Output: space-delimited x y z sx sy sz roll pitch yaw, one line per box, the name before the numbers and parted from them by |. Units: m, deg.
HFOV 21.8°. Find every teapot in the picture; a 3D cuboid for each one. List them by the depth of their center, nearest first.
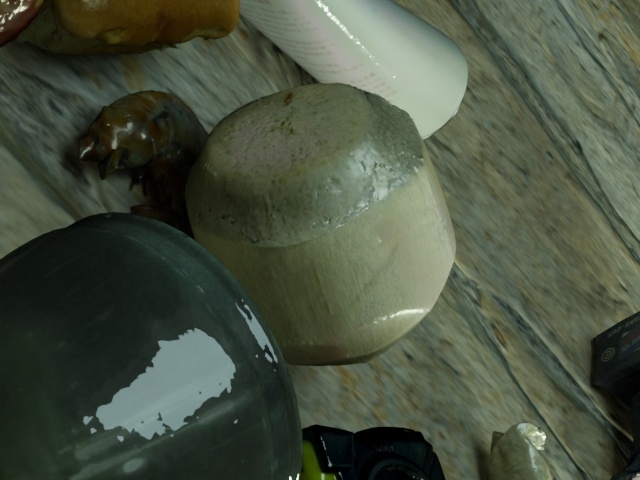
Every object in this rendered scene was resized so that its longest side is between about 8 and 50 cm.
teapot | -0.175 0.161 1.018 0.239 0.321 0.239 33 39 27

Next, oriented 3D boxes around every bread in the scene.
bread | -0.170 -0.231 1.348 0.245 0.121 0.174 -8 73 -61

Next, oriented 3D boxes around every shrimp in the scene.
shrimp | -0.130 -0.059 1.344 0.187 0.052 0.132 -15 80 -62

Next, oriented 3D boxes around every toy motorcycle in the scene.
toy motorcycle | 0.377 0.259 1.815 0.213 0.125 0.358 39 36 -22

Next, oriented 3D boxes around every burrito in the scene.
burrito | 0.202 0.280 1.583 0.087 0.060 0.226 26 48 -47

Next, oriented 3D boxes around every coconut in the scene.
coconut | 0.000 0.000 1.353 0.224 0.224 0.234 -79 161 -46

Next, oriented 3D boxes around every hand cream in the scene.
hand cream | 0.005 -0.212 1.584 0.359 0.185 0.118 31 86 -47

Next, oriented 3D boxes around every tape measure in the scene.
tape measure | 0.030 0.240 1.309 0.199 0.112 0.186 8 54 -48

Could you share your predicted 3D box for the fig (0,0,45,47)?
fig | -0.308 -0.230 1.150 0.257 0.159 0.159 21 48 -22
